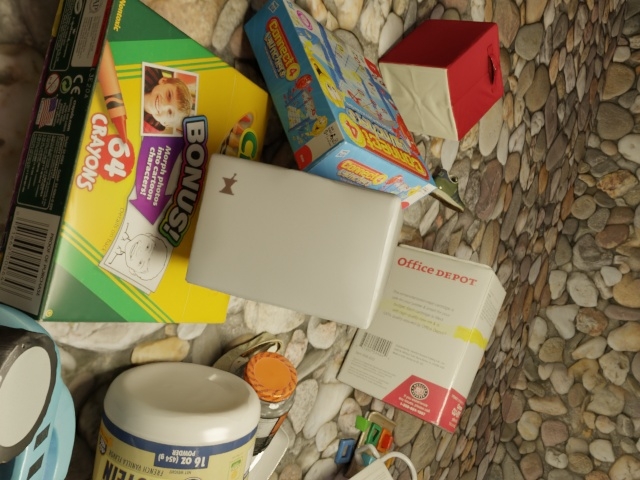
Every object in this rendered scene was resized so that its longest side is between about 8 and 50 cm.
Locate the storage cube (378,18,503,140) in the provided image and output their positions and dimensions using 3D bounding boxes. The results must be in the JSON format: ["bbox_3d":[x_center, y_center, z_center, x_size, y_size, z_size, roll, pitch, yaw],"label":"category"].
[{"bbox_3d":[0.274,-0.365,1.206,0.193,0.214,0.184,-45,135,-24],"label":"storage cube"}]

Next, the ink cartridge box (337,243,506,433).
[{"bbox_3d":[0.258,0.234,1.332,0.160,0.279,0.385,41,70,-51],"label":"ink cartridge box"}]

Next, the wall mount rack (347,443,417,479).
[{"bbox_3d":[0.109,0.682,1.287,0.349,0.304,0.130,-15,157,-39],"label":"wall mount rack"}]

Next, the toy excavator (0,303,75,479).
[{"bbox_3d":[-0.364,0.286,0.568,0.445,0.222,0.434,96,2,-79],"label":"toy excavator"}]

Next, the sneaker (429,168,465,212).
[{"bbox_3d":[0.375,-0.144,1.525,0.192,0.064,0.086,22,90,-50],"label":"sneaker"}]

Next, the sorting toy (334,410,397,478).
[{"bbox_3d":[0.157,0.601,1.524,0.348,0.047,0.196,46,66,-49],"label":"sorting toy"}]

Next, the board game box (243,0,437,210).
[{"bbox_3d":[0.042,-0.221,0.913,0.308,0.086,0.302,12,51,-53],"label":"board game box"}]

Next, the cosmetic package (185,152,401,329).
[{"bbox_3d":[0.000,0.000,0.817,0.453,0.229,0.162,5,99,-80],"label":"cosmetic package"}]

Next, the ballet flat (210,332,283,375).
[{"bbox_3d":[-0.138,0.224,1.011,0.168,0.052,0.057,-30,122,-42],"label":"ballet flat"}]

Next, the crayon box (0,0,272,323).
[{"bbox_3d":[-0.217,-0.078,0.705,0.313,0.106,0.363,17,85,-61],"label":"crayon box"}]

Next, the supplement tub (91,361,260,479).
[{"bbox_3d":[-0.225,0.369,0.806,0.228,0.228,0.317,3,100,-52],"label":"supplement tub"}]

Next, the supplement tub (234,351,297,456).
[{"bbox_3d":[-0.115,0.292,0.956,0.117,0.117,0.191,-21,146,-47],"label":"supplement tub"}]

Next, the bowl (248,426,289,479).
[{"bbox_3d":[-0.138,0.428,1.082,0.142,0.053,0.142,-54,138,-26],"label":"bowl"}]
